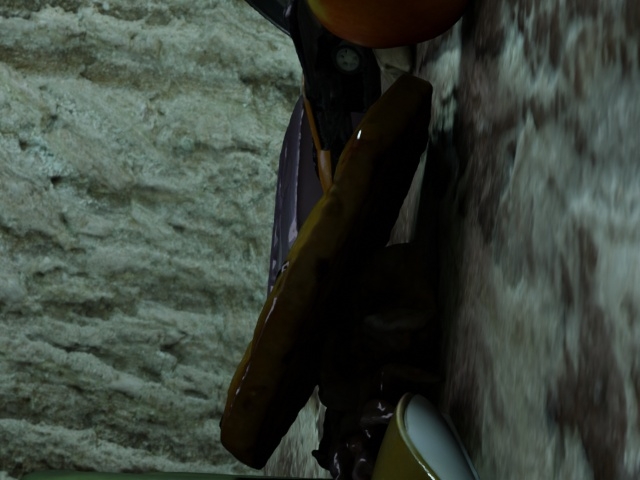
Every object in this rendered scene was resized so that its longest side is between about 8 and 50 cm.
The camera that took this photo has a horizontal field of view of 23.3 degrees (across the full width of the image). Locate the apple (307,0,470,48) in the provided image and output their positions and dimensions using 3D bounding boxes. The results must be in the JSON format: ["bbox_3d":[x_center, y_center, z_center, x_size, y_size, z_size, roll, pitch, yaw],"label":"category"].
[{"bbox_3d":[0.058,-0.230,1.227,0.163,0.139,0.163,1,-90,-82],"label":"apple"}]

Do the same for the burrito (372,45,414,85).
[{"bbox_3d":[0.074,-0.262,1.590,0.058,0.063,0.229,-23,61,38],"label":"burrito"}]

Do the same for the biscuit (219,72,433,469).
[{"bbox_3d":[0.007,0.027,1.291,0.359,0.046,0.359,-63,-7,-13],"label":"biscuit"}]

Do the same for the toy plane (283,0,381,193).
[{"bbox_3d":[0.024,-0.156,1.649,0.204,0.103,0.316,-54,-40,-52],"label":"toy plane"}]

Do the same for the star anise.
[{"bbox_3d":[0.039,0.123,1.258,0.220,0.099,0.214,-88,15,-44],"label":"star anise"}]

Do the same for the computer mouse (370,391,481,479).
[{"bbox_3d":[0.063,0.200,1.008,0.310,0.072,0.158,-105,23,-80],"label":"computer mouse"}]

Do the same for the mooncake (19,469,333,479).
[{"bbox_3d":[-0.104,0.301,1.404,0.351,0.351,0.187,118,155,-79],"label":"mooncake"}]

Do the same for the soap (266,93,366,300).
[{"bbox_3d":[0.000,0.000,1.879,0.285,0.107,0.296,119,156,-73],"label":"soap"}]

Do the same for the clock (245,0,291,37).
[{"bbox_3d":[-0.065,-0.343,1.898,0.066,0.319,0.319,-50,2,-5],"label":"clock"}]
